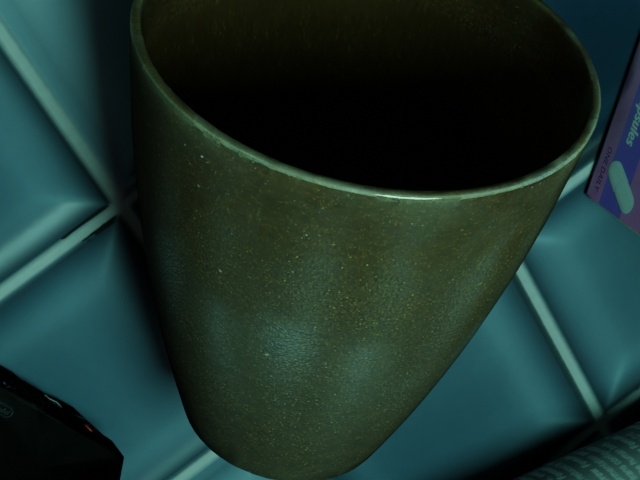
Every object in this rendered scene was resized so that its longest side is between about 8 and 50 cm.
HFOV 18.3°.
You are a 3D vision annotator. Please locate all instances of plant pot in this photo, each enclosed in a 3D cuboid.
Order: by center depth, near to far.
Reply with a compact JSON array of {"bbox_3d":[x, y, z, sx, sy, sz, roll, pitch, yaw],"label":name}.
[{"bbox_3d":[0.000,0.000,0.963,0.215,0.215,0.230,-8,133,-25],"label":"plant pot"}]

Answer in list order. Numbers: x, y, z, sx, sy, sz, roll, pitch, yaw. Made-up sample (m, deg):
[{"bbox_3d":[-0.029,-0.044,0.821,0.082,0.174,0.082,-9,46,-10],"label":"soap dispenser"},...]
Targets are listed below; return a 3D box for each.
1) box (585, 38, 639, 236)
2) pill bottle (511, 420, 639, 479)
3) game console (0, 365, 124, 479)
[{"bbox_3d":[0.277,-0.065,1.035,0.117,0.243,0.214,5,113,-31],"label":"box"},{"bbox_3d":[0.148,0.212,1.161,0.283,0.161,0.161,-22,123,-16],"label":"pill bottle"},{"bbox_3d":[-0.279,0.113,0.952,0.361,0.044,0.213,35,95,-36],"label":"game console"}]
